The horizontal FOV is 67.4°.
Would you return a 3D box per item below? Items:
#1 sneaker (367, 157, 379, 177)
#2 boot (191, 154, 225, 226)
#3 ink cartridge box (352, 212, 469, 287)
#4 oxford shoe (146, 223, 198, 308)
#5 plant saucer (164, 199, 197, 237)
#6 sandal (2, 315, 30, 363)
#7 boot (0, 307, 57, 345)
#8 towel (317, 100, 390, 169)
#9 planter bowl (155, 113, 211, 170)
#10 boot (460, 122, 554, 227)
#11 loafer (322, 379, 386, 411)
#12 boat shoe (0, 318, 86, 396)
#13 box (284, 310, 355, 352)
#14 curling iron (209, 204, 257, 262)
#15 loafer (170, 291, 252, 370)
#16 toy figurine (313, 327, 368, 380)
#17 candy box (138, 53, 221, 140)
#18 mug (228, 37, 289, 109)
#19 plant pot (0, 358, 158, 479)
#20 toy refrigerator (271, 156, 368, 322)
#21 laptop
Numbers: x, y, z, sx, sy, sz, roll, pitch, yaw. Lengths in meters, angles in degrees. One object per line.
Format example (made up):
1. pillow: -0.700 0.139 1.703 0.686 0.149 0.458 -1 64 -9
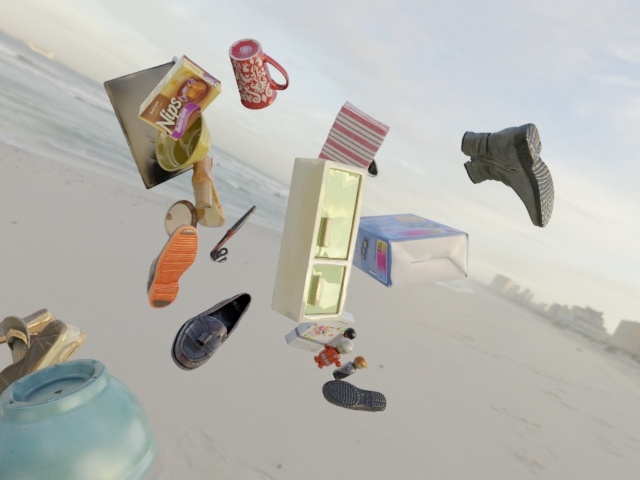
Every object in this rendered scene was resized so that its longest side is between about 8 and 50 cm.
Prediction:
1. sneaker: 0.152 -0.346 1.827 0.258 0.094 0.091 47 -2 -32
2. boot: -0.408 -0.182 1.757 0.104 0.211 0.295 -4 -19 -5
3. ink cartridge box: 0.237 0.011 1.522 0.269 0.151 0.395 -5 13 -20
4. oxford shoe: -0.546 0.072 1.710 0.129 0.364 0.133 7 35 -44
5. plant saucer: -0.541 -0.075 1.850 0.029 0.169 0.168 9 -6 28
6. sandal: -0.976 0.324 1.541 0.049 0.072 0.180 108 -38 -74
7. boot: -1.082 0.373 1.755 0.248 0.207 0.090 -25 47 -34
8. towel: 0.088 -0.266 1.316 0.144 0.197 0.029 33 42 4
9. planter bowl: -0.396 -0.302 1.454 0.217 0.217 0.090 31 8 37
10. boot: 0.414 -0.142 1.068 0.161 0.083 0.247 0 -58 47
11. loafer: 0.100 0.509 1.533 0.219 0.080 0.078 21 -37 -12
12. boat shoe: -0.815 0.387 1.373 0.121 0.341 0.110 37 -7 38
13. box: -0.001 0.287 1.556 0.145 0.186 0.038 30 26 -45
14. curling iron: -0.327 -0.026 1.835 0.068 0.274 0.035 34 -20 -3
15. loafer: -0.270 0.214 1.231 0.109 0.095 0.302 48 24 -3
16. toy figurine: 0.065 0.376 1.733 0.209 0.148 0.213 49 13 -40
17. candy box: -0.338 -0.338 1.152 0.109 0.186 0.053 30 34 -39
18. mug: -0.178 -0.480 1.362 0.113 0.150 0.169 59 -9 30
19. plant pot: -0.469 0.344 0.888 0.292 0.196 0.293 -6 12 1
20. toy refrigerator: 0.000 0.000 0.832 0.102 0.270 0.094 6 6 -41
21. laptop: -0.594 -0.458 1.809 0.236 0.382 0.408 -17 28 -7
